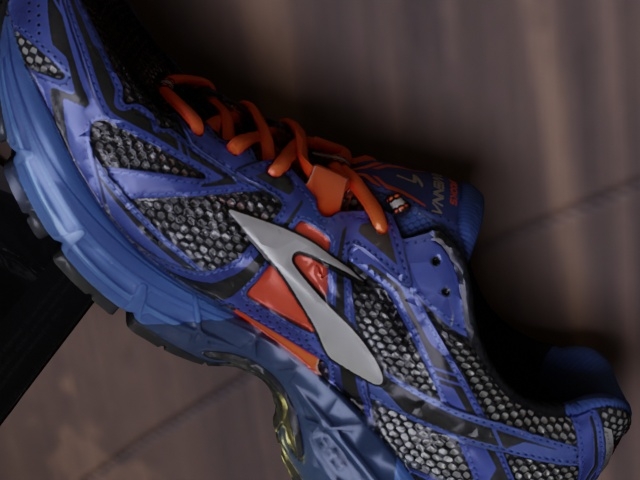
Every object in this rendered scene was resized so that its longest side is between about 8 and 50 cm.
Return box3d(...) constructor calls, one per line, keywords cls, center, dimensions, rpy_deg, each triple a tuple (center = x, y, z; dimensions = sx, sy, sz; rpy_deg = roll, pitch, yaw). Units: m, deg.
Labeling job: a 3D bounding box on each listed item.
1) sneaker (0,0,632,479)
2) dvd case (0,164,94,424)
box3d(cls="sneaker", center=(0.000, 0.000, 0.474), dimensions=(0.087, 0.083, 0.221), rpy_deg=(-38, 108, 20))
box3d(cls="dvd case", center=(-0.183, -0.018, 0.456), dimensions=(0.239, 0.179, 0.029), rpy_deg=(38, 123, -5))
